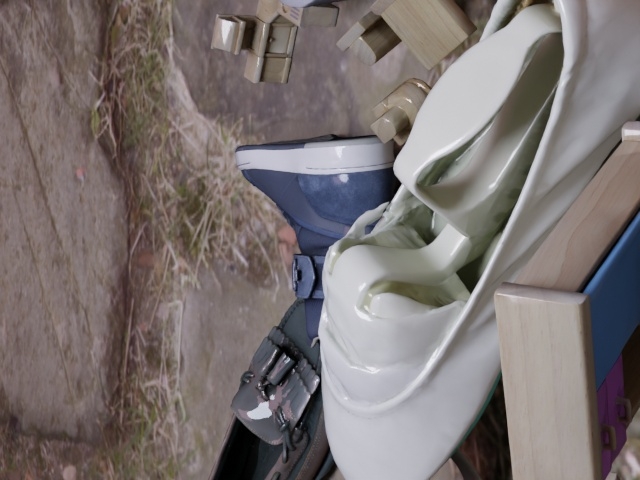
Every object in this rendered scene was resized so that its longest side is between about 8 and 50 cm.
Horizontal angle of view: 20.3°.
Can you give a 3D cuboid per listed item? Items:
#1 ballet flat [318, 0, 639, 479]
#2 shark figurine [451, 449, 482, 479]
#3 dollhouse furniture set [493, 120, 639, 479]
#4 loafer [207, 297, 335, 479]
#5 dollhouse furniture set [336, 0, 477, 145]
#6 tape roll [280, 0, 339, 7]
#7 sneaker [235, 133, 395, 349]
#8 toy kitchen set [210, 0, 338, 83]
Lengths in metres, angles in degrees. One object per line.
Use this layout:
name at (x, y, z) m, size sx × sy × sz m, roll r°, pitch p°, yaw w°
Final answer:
ballet flat at (0.077, -0.009, 1.118) m, size 0.400 × 0.139 × 0.139 m, roll -61°, pitch 40°, yaw 20°
shark figurine at (0.108, 0.257, 1.153) m, size 0.166 × 0.116 × 0.278 m, roll 0°, pitch 60°, yaw 25°
dollhouse furniture set at (0.276, 0.097, 0.935) m, size 0.303 × 0.198 × 0.286 m, roll 9°, pitch 123°, yaw 28°
loafer at (-0.040, 0.159, 1.437) m, size 0.096 × 0.084 × 0.267 m, roll 49°, pitch 130°, yaw 48°
dollhouse furniture set at (0.110, -0.125, 1.240) m, size 0.151 × 0.123 × 0.144 m, roll 49°, pitch 143°, yaw -2°
tape roll at (-0.003, -0.286, 1.332) m, size 0.219 × 0.072 × 0.219 m, roll 167°, pitch 90°, yaw -68°
sneaker at (-0.002, 0.000, 1.373) m, size 0.226 × 0.086 × 0.163 m, roll -167°, pitch 68°, yaw -70°
toy kitchen set at (-0.040, -0.161, 1.448) m, size 0.075 × 0.068 × 0.083 m, roll 40°, pitch 124°, yaw 52°
